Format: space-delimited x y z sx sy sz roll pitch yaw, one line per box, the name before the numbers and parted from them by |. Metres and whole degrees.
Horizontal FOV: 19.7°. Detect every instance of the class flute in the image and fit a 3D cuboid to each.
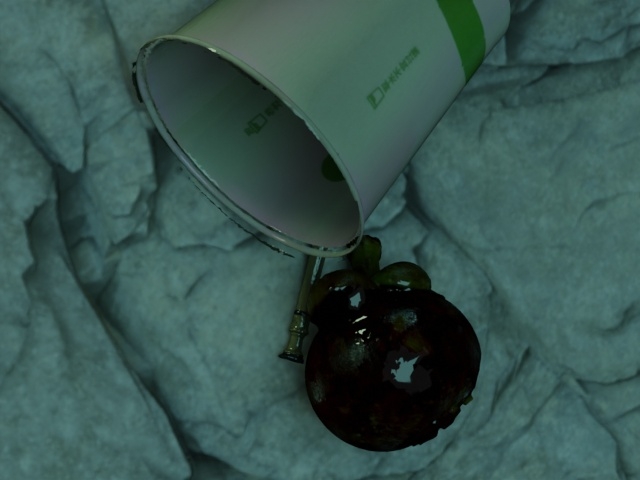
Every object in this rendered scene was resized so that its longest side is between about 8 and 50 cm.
flute | 0.000 0.000 1.725 0.027 0.027 0.233 15 87 -22

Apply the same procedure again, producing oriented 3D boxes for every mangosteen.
mangosteen | 0.055 0.103 1.687 0.172 0.172 0.184 -42 96 -16

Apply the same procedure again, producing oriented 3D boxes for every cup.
cup | 0.012 -0.161 1.621 0.253 0.253 0.274 49 66 -17
